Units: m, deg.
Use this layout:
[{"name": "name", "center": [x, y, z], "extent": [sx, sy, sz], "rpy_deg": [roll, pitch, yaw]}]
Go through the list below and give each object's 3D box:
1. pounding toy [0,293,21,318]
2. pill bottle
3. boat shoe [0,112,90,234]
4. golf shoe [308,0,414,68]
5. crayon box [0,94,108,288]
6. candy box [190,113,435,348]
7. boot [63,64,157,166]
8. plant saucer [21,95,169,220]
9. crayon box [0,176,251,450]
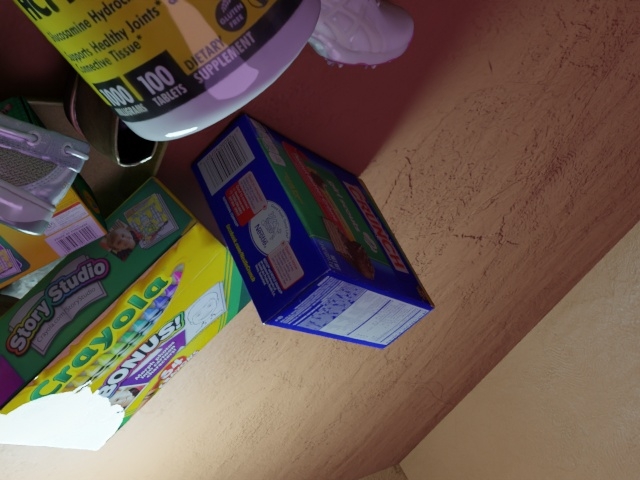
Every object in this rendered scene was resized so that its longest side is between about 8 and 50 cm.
[{"name": "pounding toy", "center": [-0.505, 0.197, 0.936], "extent": [0.270, 0.154, 0.154], "rpy_deg": [-32, 146, -1]}, {"name": "pill bottle", "center": [-0.159, -0.246, 0.483], "extent": [0.188, 0.188, 0.334], "rpy_deg": [-36, 123, 6]}, {"name": "boat shoe", "center": [-0.344, -0.120, 0.559], "extent": [0.320, 0.118, 0.103], "rpy_deg": [35, 80, -27]}, {"name": "golf shoe", "center": [0.005, -0.272, 0.767], "extent": [0.306, 0.115, 0.140], "rpy_deg": [-5, 137, -40]}, {"name": "crayon box", "center": [-0.384, -0.012, 0.721], "extent": [0.279, 0.081, 0.165], "rpy_deg": [-28, 150, -8]}, {"name": "candy box", "center": [0.000, 0.000, 1.004], "extent": [0.122, 0.268, 0.317], "rpy_deg": [-38, 151, 18]}, {"name": "boot", "center": [-0.168, -0.213, 0.658], "extent": [0.112, 0.115, 0.305], "rpy_deg": [-7, 127, -35]}, {"name": "plant saucer", "center": [-0.281, -0.098, 0.820], "extent": [0.188, 0.045, 0.188], "rpy_deg": [-6, 141, -38]}, {"name": "crayon box", "center": [-0.273, 0.122, 0.971], "extent": [0.363, 0.106, 0.313], "rpy_deg": [-45, 161, -5]}]
